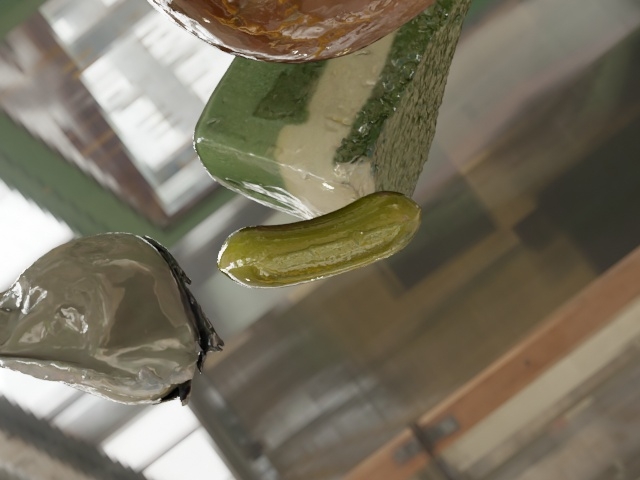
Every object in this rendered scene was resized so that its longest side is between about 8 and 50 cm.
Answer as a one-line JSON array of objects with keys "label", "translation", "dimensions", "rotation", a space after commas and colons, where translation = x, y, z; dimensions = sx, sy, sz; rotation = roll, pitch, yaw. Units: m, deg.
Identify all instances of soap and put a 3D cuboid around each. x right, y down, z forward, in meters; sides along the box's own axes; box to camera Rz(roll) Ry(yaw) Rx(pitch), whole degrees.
[{"label": "soap", "translation": [0.000, 0.001, 1.173], "dimensions": [0.089, 0.140, 0.045], "rotation": [-141, 37, -78]}]

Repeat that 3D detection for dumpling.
[{"label": "dumpling", "translation": [-0.216, 0.065, 1.666], "dimensions": [0.204, 0.163, 0.293], "rotation": [26, -174, -27]}]

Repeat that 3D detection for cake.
[{"label": "cake", "translation": [0.019, -0.148, 1.414], "dimensions": [0.158, 0.283, 0.172], "rotation": [20, -174, 18]}]

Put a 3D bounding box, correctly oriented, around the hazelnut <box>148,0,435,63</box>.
[{"label": "hazelnut", "translation": [-0.025, -0.175, 0.738], "dimensions": [0.214, 0.176, 0.214], "rotation": [34, -145, -28]}]
